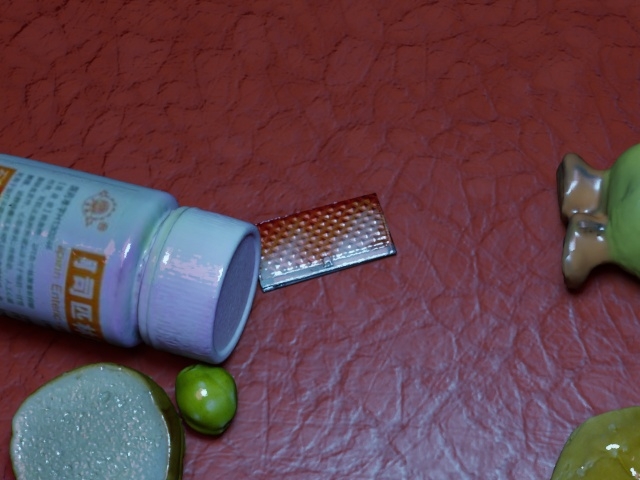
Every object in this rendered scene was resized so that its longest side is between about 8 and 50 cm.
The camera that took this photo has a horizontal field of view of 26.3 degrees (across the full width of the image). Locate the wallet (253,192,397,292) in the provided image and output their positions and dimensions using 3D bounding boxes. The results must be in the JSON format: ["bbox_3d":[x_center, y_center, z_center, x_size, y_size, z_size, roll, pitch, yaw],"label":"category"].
[{"bbox_3d":[0.000,0.000,1.934,0.196,0.020,0.103,-15,64,-3],"label":"wallet"}]

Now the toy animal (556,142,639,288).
[{"bbox_3d":[0.486,-0.045,1.818,0.338,0.191,0.216,-1,63,4],"label":"toy animal"}]

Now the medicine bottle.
[{"bbox_3d":[-0.291,0.026,1.839,0.388,0.219,0.219,14,66,10],"label":"medicine bottle"}]

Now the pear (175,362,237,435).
[{"bbox_3d":[-0.148,0.209,1.812,0.092,0.092,0.097,-25,106,-7],"label":"pear"}]

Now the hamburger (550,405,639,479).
[{"bbox_3d":[0.409,0.350,1.653,0.319,0.158,0.318,-1,65,3],"label":"hamburger"}]

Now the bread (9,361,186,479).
[{"bbox_3d":[-0.287,0.269,1.779,0.236,0.070,0.236,-4,72,13],"label":"bread"}]
